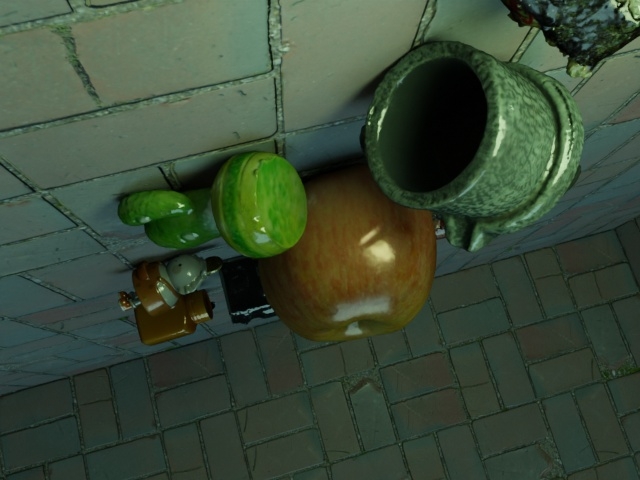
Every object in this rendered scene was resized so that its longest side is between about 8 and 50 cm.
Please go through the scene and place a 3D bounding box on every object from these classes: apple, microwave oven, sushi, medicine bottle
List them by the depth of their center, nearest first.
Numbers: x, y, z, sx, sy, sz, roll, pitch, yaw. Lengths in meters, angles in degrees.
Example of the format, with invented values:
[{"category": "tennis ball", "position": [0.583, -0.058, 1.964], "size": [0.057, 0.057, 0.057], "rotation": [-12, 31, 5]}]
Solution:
[{"category": "sushi", "position": [0.277, -0.295, 0.676], "size": [0.212, 0.147, 0.115], "rotation": [17, 155, -36]}, {"category": "apple", "position": [0.059, 0.037, 1.296], "size": [0.392, 0.346, 0.391], "rotation": [-10, 164, -3]}, {"category": "microwave oven", "position": [-0.144, 0.136, 1.809], "size": [0.295, 0.181, 0.237], "rotation": [-13, 168, -10]}, {"category": "medicine bottle", "position": [-0.461, 0.233, 1.897], "size": [0.222, 0.149, 0.112], "rotation": [-16, 167, 0]}]

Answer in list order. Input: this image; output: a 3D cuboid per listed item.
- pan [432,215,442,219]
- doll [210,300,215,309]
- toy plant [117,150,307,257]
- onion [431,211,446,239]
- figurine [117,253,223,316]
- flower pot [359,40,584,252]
[{"category": "pan", "position": [0.294, -0.061, 1.700], "size": [0.235, 0.028, 0.136], "rotation": [-2, 151, 0]}, {"category": "doll", "position": [-0.455, 0.242, 2.067], "size": [0.192, 0.095, 0.149], "rotation": [-11, 164, -10]}, {"category": "toy plant", "position": [-0.195, -0.053, 1.089], "size": [0.316, 0.184, 0.224], "rotation": [-5, 168, 28]}, {"category": "onion", "position": [0.362, -0.053, 1.807], "size": [0.206, 0.098, 0.151], "rotation": [-19, 165, 10]}, {"category": "figurine", "position": [-0.379, 0.109, 1.526], "size": [0.271, 0.143, 0.143], "rotation": [-11, 166, -13]}, {"category": "flower pot", "position": [0.235, -0.132, 0.925], "size": [0.283, 0.299, 0.299], "rotation": [4, 157, -44]}]
